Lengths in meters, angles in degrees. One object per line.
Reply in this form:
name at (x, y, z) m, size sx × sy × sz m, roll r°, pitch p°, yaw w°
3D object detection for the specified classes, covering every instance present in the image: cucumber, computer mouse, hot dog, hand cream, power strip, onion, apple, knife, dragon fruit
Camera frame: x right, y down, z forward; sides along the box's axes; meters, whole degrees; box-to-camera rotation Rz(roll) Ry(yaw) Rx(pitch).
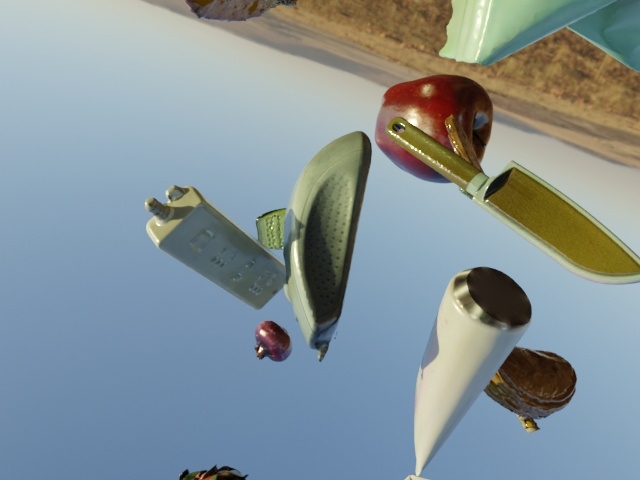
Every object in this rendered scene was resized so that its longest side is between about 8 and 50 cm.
cucumber at (-0.112, -0.031, 1.525) m, size 0.117 × 0.115 × 0.062 m, roll 1°, pitch -159°, yaw 14°
computer mouse at (0.000, 0.000, 0.875) m, size 0.122 × 0.370 × 0.188 m, roll 8°, pitch 166°, yaw 2°
hot dog at (0.380, 0.271, 1.125) m, size 0.272 × 0.122 × 0.196 m, roll 11°, pitch -172°, yaw -30°
hand cream at (0.202, 0.197, 0.862) m, size 0.118 × 0.358 × 0.185 m, roll 13°, pitch -140°, yaw -1°
power strip at (-0.156, 0.017, 0.891) m, size 0.058 × 0.098 × 0.338 m, roll 48°, pitch -178°, yaw 37°
onion at (-0.127, 0.264, 1.432) m, size 0.104 × 0.115 × 0.115 m, roll -42°, pitch -128°, yaw -20°
apple at (0.305, -0.303, 1.482) m, size 0.288 × 0.288 × 0.317 m, roll 4°, pitch -171°, yaw -43°
knife at (0.194, -0.058, 0.596) m, size 0.343 × 0.061 × 0.027 m, roll 45°, pitch -172°, yaw 35°
dragon fruit at (-0.228, 0.592, 1.243) m, size 0.189 × 0.182 × 0.182 m, roll -21°, pitch 168°, yaw 38°

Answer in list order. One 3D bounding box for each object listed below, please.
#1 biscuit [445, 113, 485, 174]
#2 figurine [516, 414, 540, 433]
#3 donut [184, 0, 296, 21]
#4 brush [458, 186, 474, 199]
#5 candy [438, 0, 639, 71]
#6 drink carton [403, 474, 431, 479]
biscuit at (0.273, -0.169, 1.057) m, size 0.124 × 0.026 × 0.175 m, roll 45°, pitch -152°, yaw -35°
figurine at (0.450, 0.357, 1.253) m, size 0.143 × 0.068 × 0.101 m, roll 59°, pitch -151°, yaw 3°
donut at (-0.087, -0.397, 0.706) m, size 0.118 × 0.253 × 0.253 m, roll 56°, pitch -153°, yaw 12°
brush at (0.368, -0.067, 1.131) m, size 0.196 × 0.021 × 0.070 m, roll 29°, pitch -154°, yaw -2°
candy at (0.319, -0.279, 0.526) m, size 0.398 × 0.262 × 0.172 m, roll -1°, pitch -151°, yaw -23°
drink carton at (0.263, 0.670, 1.154) m, size 0.132 × 0.324 × 0.194 m, roll -23°, pitch -178°, yaw -33°
